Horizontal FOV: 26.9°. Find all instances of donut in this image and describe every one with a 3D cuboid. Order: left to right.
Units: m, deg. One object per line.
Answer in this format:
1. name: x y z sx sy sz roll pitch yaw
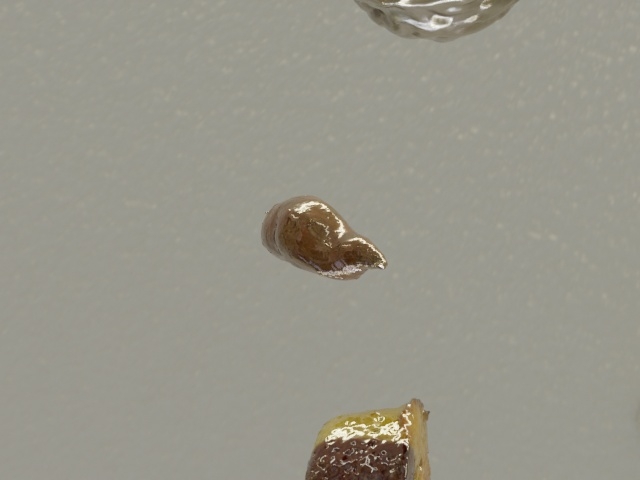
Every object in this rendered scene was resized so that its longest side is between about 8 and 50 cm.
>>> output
1. donut: 0.032 0.189 0.824 0.073 0.166 0.184 2 -52 12

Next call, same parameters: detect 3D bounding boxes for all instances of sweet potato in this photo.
1. sweet potato: 0.000 0.000 0.923 0.056 0.195 0.056 -6 -75 -23

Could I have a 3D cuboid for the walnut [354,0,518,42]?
1. walnut: 0.074 -0.212 0.776 0.178 0.230 0.178 16 -37 12
